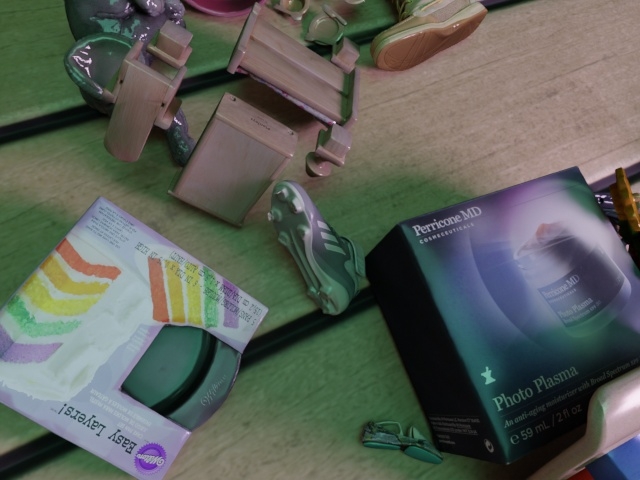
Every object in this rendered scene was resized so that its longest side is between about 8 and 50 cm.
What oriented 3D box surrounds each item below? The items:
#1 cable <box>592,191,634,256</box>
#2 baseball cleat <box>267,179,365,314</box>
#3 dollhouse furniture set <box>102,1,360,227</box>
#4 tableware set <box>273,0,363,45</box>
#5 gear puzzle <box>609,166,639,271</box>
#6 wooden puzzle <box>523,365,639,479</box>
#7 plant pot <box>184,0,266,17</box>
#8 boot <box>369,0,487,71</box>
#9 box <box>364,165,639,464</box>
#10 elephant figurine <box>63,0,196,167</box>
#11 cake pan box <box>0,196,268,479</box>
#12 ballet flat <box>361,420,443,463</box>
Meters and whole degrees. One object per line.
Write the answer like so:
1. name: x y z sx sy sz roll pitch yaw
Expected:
1. cable: 0.458 -0.011 0.783 0.185 0.047 0.150 -3 77 -15
2. baseball cleat: 0.000 0.000 0.643 0.109 0.072 0.205 -40 120 -41
3. dollhouse furniture set: -0.115 -0.222 0.702 0.303 0.174 0.355 26 47 -21
4. tableware set: 0.005 -0.436 0.828 0.141 0.020 0.168 34 86 9
5. gear puzzle: 0.458 0.037 0.660 0.339 0.044 0.175 49 42 -32
6. wooden puzzle: 0.380 0.232 0.529 0.322 0.347 0.080 -17 47 -16
7. plant pot: -0.160 -0.511 0.761 0.202 0.201 0.180 6 54 -9
8. boot: 0.151 -0.430 0.835 0.262 0.095 0.203 -32 80 -21
9. box: 0.257 0.091 0.631 0.297 0.182 0.293 -18 74 -17
10. elephant figurine: -0.283 -0.240 0.663 0.186 0.169 0.239 4 85 20
11. cake pan box: -0.230 0.120 0.561 0.267 0.070 0.245 37 69 -10
12. ballet flat: 0.112 0.265 0.617 0.114 0.041 0.041 17 69 -6
